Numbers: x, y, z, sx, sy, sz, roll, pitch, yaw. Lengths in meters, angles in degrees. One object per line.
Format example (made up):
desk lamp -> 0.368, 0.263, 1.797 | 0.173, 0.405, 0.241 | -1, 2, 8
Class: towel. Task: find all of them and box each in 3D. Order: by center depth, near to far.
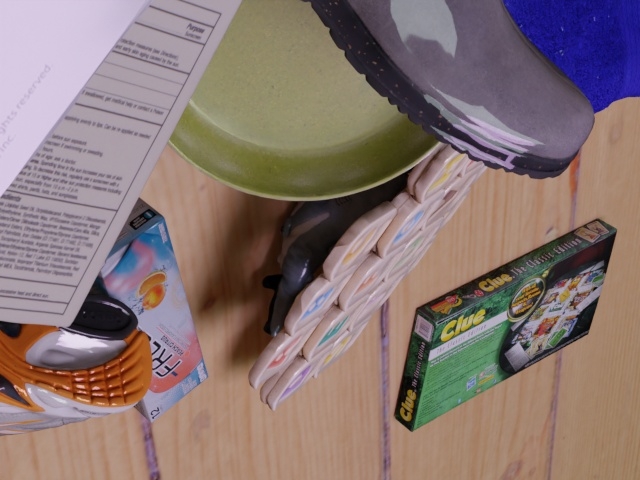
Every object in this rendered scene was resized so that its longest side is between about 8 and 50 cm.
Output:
towel -> 0.195, -0.205, 1.244 | 0.308, 0.076, 0.228 | -20, 101, -43

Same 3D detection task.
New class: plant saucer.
plant saucer -> -0.007, -0.141, 1.099 | 0.241, 0.037, 0.241 | -4, 117, -7

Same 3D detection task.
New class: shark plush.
shark plush -> 0.000, 0.000, 1.301 | 0.161, 0.067, 0.073 | -51, 147, -3

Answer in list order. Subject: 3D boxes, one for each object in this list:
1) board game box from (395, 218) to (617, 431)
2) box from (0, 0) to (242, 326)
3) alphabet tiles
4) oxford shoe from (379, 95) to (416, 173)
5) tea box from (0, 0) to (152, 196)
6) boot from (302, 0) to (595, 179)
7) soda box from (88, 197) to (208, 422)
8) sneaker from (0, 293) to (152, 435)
board game box -> 0.180, 0.078, 1.634 | 0.259, 0.030, 0.136 | -23, 139, -37
box -> -0.175, -0.084, 0.955 | 0.148, 0.127, 0.232 | 12, 111, -54
alphabet tiles -> 0.053, 0.012, 1.320 | 0.284, 0.021, 0.278 | -55, 167, 31
oxford shoe -> 0.038, -0.161, 1.169 | 0.097, 0.098, 0.271 | -36, 143, -23
tea box -> -0.225, -0.178, 0.624 | 0.329, 0.323, 0.220 | -52, 146, 0
boot -> 0.088, -0.195, 0.982 | 0.338, 0.118, 0.223 | 34, 116, -25
soda box -> -0.131, 0.044, 1.185 | 0.058, 0.063, 0.183 | -39, 144, -22
sneaker -> -0.240, 0.085, 1.067 | 0.262, 0.099, 0.121 | 13, 148, -38
